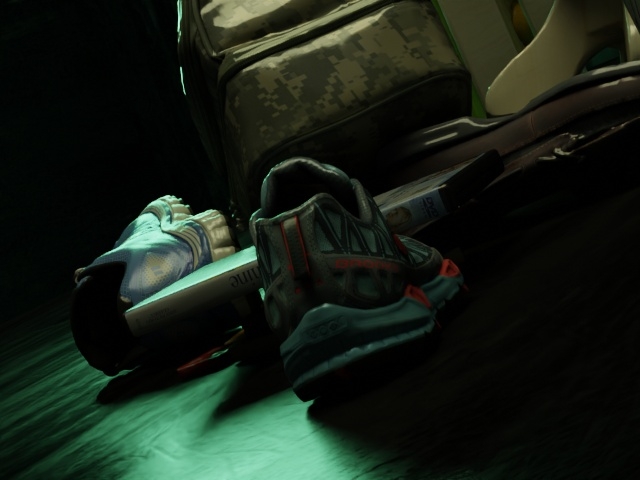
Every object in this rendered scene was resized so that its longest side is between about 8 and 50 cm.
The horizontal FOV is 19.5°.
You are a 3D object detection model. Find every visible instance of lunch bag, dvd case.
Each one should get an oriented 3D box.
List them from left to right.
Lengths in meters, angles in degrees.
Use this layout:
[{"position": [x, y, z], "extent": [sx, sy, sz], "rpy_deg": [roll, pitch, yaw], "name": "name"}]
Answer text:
[{"position": [-0.011, -0.139, 1.625], "extent": [0.212, 0.256, 0.305], "rpy_deg": [-23, -23, -6], "name": "lunch bag"}, {"position": [0.000, 0.000, 1.330], "extent": [0.253, 0.022, 0.180], "rpy_deg": [-22, 3, 19], "name": "dvd case"}]

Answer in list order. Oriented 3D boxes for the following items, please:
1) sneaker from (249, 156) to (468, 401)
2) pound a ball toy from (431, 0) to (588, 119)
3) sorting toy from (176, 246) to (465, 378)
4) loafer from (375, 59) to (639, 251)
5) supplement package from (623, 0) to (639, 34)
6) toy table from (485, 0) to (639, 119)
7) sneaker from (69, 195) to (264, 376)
[{"position": [0.018, 0.004, 1.096], "extent": [0.104, 0.125, 0.262], "rpy_deg": [-23, 4, 6], "name": "sneaker"}, {"position": [0.142, -0.201, 1.703], "extent": [0.136, 0.319, 0.208], "rpy_deg": [-25, 4, -17], "name": "pound a ball toy"}, {"position": [0.006, 0.034, 1.351], "extent": [0.274, 0.046, 0.132], "rpy_deg": [-20, 5, 43], "name": "sorting toy"}, {"position": [0.180, -0.058, 1.431], "extent": [0.302, 0.095, 0.109], "rpy_deg": [-16, -23, 32], "name": "loafer"}, {"position": [0.216, -0.143, 0.913], "extent": [0.139, 0.134, 0.244], "rpy_deg": [-22, 49, 8], "name": "supplement package"}, {"position": [0.254, -0.184, 1.509], "extent": [0.252, 0.161, 0.274], "rpy_deg": [-7, -13, 19], "name": "toy table"}, {"position": [-0.162, 0.040, 1.658], "extent": [0.147, 0.130, 0.330], "rpy_deg": [-22, 4, -14], "name": "sneaker"}]
